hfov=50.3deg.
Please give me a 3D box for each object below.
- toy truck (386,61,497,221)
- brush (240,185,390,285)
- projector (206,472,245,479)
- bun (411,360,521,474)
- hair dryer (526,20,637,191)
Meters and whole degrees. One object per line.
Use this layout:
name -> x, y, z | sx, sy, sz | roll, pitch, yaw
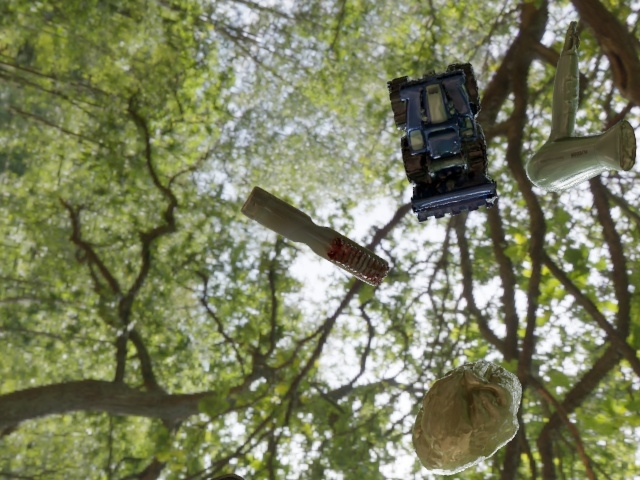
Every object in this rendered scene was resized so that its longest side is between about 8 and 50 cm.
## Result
toy truck -> 0.160, -0.112, 0.869 | 0.126, 0.113, 0.208 | -81, 156, -63
brush -> 0.000, 0.000, 1.282 | 0.060, 0.321, 0.050 | -59, -157, 5
projector -> -0.107, 0.312, 0.724 | 0.083, 0.083, 0.082 | -123, -159, -48
bun -> 0.246, 0.292, 1.176 | 0.229, 0.229, 0.145 | -28, -90, 54
hair dryer -> 0.355, -0.193, 0.925 | 0.206, 0.075, 0.237 | 154, -62, -79
